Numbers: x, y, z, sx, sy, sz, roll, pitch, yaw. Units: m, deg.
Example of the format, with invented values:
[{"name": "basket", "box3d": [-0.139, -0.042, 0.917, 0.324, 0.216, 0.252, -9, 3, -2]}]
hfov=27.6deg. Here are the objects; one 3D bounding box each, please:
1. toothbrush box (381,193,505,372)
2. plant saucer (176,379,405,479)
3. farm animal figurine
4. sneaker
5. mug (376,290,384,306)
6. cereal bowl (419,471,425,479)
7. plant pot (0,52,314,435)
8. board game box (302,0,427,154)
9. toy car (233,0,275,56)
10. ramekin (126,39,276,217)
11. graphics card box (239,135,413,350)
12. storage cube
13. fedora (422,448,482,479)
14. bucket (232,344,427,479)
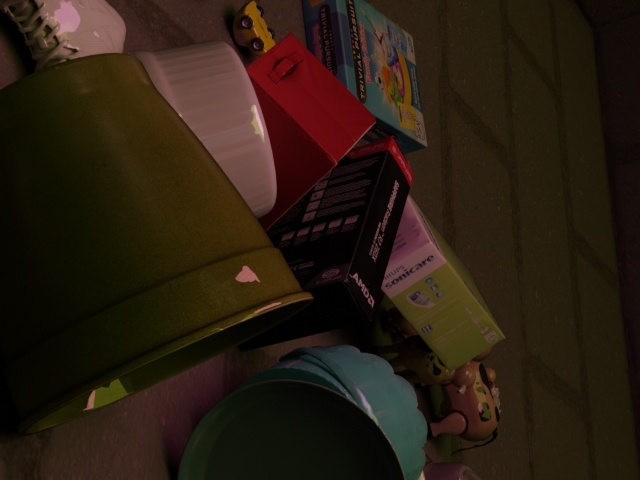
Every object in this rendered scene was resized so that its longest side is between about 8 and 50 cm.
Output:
[{"name": "toothbrush box", "box3d": [0.178, 0.058, 2.250, 0.283, 0.122, 0.206, 51, 11, -37]}, {"name": "plant saucer", "box3d": [-0.035, 0.338, 1.717, 0.044, 0.318, 0.317, -14, 89, -73]}, {"name": "farm animal figurine", "box3d": [0.258, 0.245, 2.468, 0.330, 0.172, 0.326, -39, 111, -61]}, {"name": "sneaker", "box3d": [-0.345, -0.266, 1.663, 0.292, 0.108, 0.169, 37, 42, -52]}, {"name": "mug", "box3d": [0.037, 0.042, 2.229, 0.169, 0.113, 0.150, 39, 45, -54]}, {"name": "cereal bowl", "box3d": [0.093, 0.393, 2.064, 0.339, 0.141, 0.339, -14, 90, -85]}, {"name": "plant pot", "box3d": [-0.248, -0.011, 1.507, 0.366, 0.366, 0.353, -13, 76, -63]}, {"name": "board game box", "box3d": [0.091, -0.333, 2.556, 0.336, 0.079, 0.253, 21, 58, -58]}, {"name": "toy car", "box3d": [-0.163, -0.423, 2.150, 0.225, 0.053, 0.239, 6, 71, -61]}, {"name": "ramekin", "box3d": [-0.160, -0.137, 1.761, 0.277, 0.135, 0.277, 163, -90, -78]}, {"name": "graphics card box", "box3d": [0.000, 0.000, 2.042, 0.094, 0.233, 0.371, 60, 30, -28]}, {"name": "storage cube", "box3d": [-0.067, -0.164, 1.978, 0.193, 0.215, 0.183, 45, 34, -3]}, {"name": "fedora", "box3d": [0.237, 0.495, 2.353, 0.244, 0.124, 0.275, -28, 101, -63]}, {"name": "bucket", "box3d": [-0.002, 0.285, 1.837, 0.183, 0.281, 0.281, -5, 81, -66]}]
